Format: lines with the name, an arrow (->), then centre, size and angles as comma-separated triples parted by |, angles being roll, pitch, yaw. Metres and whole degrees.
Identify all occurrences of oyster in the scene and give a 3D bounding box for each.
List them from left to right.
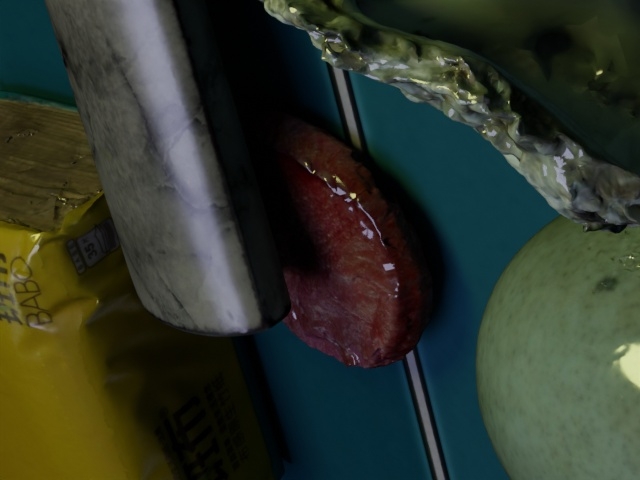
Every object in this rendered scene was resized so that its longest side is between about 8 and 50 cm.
oyster -> 0.118, -0.053, 0.608 | 0.087, 0.252, 0.199 | 114, 138, -76

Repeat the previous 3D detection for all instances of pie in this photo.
pie -> 0.000, 0.000, 0.956 | 0.154, 0.036, 0.154 | 33, 143, 29

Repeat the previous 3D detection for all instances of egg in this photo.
egg -> 0.168, 0.061, 0.694 | 0.236, 0.169, 0.169 | 21, 137, 39

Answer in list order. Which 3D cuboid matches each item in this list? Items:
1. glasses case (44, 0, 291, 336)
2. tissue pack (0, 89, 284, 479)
glasses case -> -0.090, -0.099, 0.905 | 0.114, 0.060, 0.299 | 12, 123, 54
tissue pack -> -0.151, 0.060, 1.106 | 0.192, 0.134, 0.271 | 14, 133, 41
